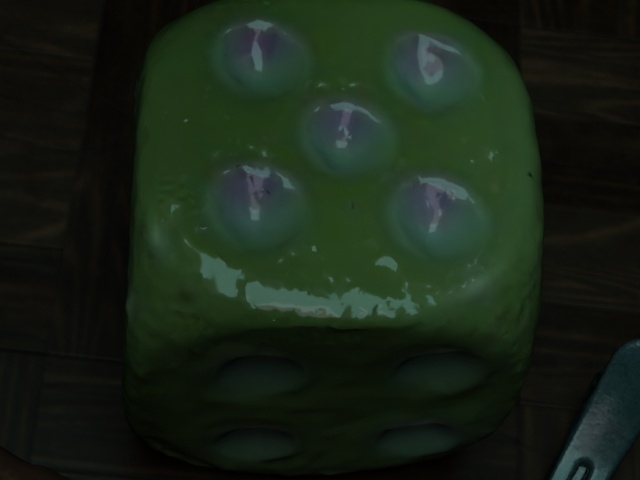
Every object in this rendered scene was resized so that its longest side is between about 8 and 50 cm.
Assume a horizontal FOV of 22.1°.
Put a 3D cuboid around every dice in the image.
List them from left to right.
[{"bbox_3d":[0.000,0.000,1.066,0.250,0.252,0.254,3,59,-7],"label":"dice"}]

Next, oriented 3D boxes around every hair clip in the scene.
[{"bbox_3d":[0.158,0.193,1.095,0.048,0.083,0.275,30,69,3],"label":"hair clip"}]

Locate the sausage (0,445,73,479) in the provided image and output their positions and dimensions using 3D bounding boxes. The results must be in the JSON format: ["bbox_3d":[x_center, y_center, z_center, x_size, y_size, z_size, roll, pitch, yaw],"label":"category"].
[{"bbox_3d":[-0.126,0.210,1.030,0.433,0.088,0.088,24,61,5],"label":"sausage"}]
